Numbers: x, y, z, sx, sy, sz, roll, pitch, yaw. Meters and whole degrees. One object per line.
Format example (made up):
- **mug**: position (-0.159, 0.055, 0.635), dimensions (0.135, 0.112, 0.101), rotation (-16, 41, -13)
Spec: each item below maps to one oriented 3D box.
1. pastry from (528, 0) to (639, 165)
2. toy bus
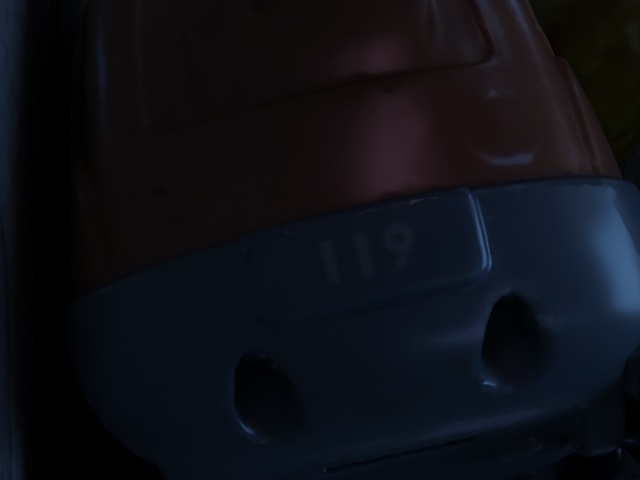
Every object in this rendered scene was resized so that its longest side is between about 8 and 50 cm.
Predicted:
- **pastry**: position (0.085, -0.185, 0.802), dimensions (0.388, 0.313, 0.388), rotation (-163, -90, -88)
- **toy bus**: position (0.000, 0.000, 0.491), dimensions (0.287, 0.194, 0.232), rotation (85, -10, -75)
